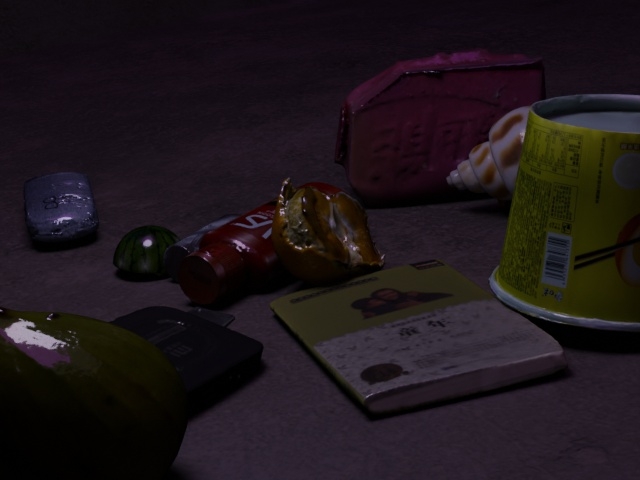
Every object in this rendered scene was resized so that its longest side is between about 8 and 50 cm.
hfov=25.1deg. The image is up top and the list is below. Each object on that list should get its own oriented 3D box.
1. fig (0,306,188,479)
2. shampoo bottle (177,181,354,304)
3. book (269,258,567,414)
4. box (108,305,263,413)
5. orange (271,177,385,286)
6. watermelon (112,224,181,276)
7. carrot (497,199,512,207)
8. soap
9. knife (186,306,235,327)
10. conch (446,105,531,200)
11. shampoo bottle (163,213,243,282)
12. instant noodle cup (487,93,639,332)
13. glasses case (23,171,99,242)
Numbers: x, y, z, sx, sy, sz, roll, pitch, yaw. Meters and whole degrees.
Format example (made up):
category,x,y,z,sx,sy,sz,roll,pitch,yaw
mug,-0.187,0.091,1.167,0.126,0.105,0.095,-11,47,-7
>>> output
category,x,y,z,sx,sy,sz,roll,pitch,yaw
fig,-0.238,0.147,1.347,0.203,0.225,0.203,-25,24,12
shampoo bottle,-0.070,0.001,1.945,0.118,0.076,0.314,27,32,25
book,0.101,0.104,1.665,0.239,0.035,0.352,-12,20,-16
box,-0.183,0.130,1.620,0.201,0.042,0.212,18,26,32
orange,0.000,0.000,1.851,0.170,0.112,0.160,39,30,-2
watermelon,-0.236,0.011,1.992,0.105,0.062,0.105,0,18,0
carrot,0.307,-0.070,2.131,0.093,0.032,0.032,-19,22,-22
soap,0.180,-0.174,2.187,0.324,0.220,0.127,-4,14,1
knife,-0.187,0.125,1.710,0.072,0.019,0.245,10,23,28
conch,0.322,-0.111,2.056,0.275,0.149,0.183,13,-6,20
shampoo bottle,-0.135,0.001,2.004,0.063,0.057,0.207,2,18,35
instant noodle cup,0.358,-0.043,1.687,0.311,0.222,0.311,1,17,0
glasses case,-0.405,-0.055,2.230,0.109,0.067,0.282,-7,20,-11
